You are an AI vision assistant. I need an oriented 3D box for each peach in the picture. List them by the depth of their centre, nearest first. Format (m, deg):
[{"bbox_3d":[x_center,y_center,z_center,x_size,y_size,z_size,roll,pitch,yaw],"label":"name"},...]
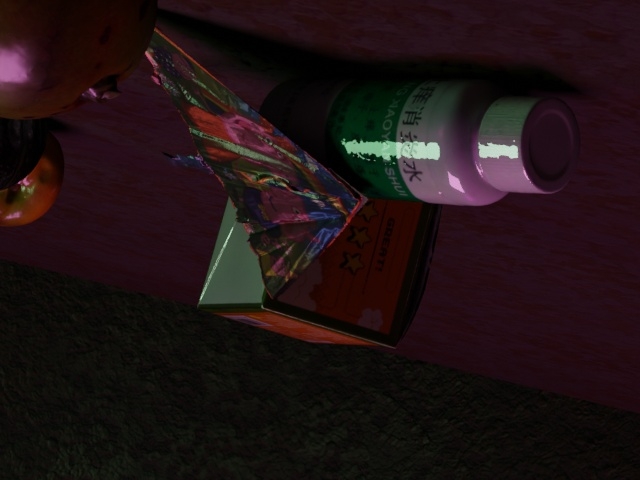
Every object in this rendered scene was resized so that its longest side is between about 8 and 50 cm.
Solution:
[{"bbox_3d":[-0.354,-0.081,1.793,0.138,0.138,0.138,14,171,2],"label":"peach"}]

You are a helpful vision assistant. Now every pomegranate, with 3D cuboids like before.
[{"bbox_3d":[-0.189,-0.161,0.973,0.205,0.159,0.159,42,170,-1],"label":"pomegranate"}]

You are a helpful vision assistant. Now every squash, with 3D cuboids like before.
[{"bbox_3d":[-0.349,-0.106,1.536,0.193,0.156,0.193,-6,166,-1],"label":"squash"}]

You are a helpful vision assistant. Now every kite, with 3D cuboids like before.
[{"bbox_3d":[-0.053,-0.054,1.269,0.234,0.016,0.321,16,145,44],"label":"kite"}]

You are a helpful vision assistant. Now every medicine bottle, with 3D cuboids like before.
[{"bbox_3d":[0.068,-0.075,1.212,0.260,0.095,0.095,6,168,43],"label":"medicine bottle"}]

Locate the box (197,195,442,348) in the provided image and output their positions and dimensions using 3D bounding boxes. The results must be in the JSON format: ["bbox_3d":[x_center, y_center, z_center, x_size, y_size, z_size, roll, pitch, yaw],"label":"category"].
[{"bbox_3d":[0.000,0.000,1.527,0.148,0.177,0.195,19,171,-19],"label":"box"}]
